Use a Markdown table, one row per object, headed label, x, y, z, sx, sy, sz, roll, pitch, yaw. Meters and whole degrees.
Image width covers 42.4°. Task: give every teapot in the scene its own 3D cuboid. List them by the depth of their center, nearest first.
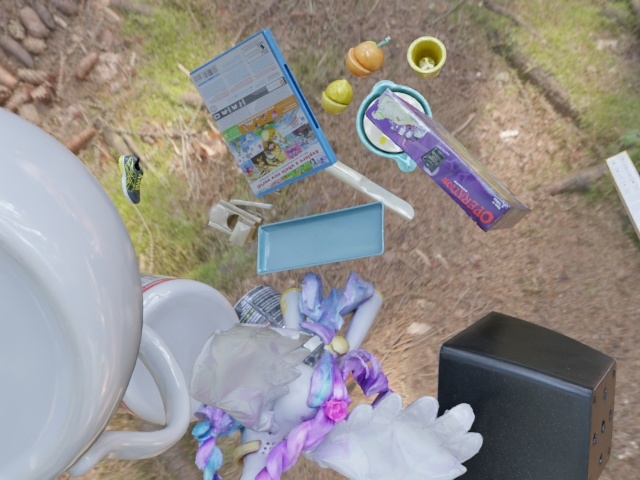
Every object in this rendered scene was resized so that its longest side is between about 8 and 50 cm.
| label | x | y | z | sx | sy | sz | roll | pitch | yaw |
| --- | --- | --- | --- | --- | --- | --- | --- | --- | --- |
| teapot | -0.210 | 0.021 | 0.483 | 0.253 | 0.187 | 0.256 | 2 | 115 | 0 |

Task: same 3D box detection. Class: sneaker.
| label | x | y | z | sx | sy | sz | roll | pitch | yaw |
| --- | --- | --- | --- | --- | --- | --- | --- | --- | --- |
| sneaker | -0.306 | -0.101 | 1.349 | 0.035 | 0.031 | 0.083 | -9 | 102 | 15 |

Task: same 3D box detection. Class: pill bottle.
| label | x | y | z | sx | sy | sz | roll | pitch | yaw |
| --- | --- | --- | --- | --- | --- | --- | --- | --- | --- |
| pill bottle | -0.301 | 0.151 | 1.287 | 0.210 | 0.363 | 0.210 | -3 | 94 | -39 |
| pill bottle | -0.046 | 0.198 | 1.469 | 0.246 | 0.130 | 0.130 | 38 | 80 | 22 |

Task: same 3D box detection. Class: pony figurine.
| label | x | y | z | sx | sy | sz | roll | pitch | yaw |
| --- | --- | --- | --- | --- | --- | --- | --- | --- | --- |
| pony figurine | -0.020 | 0.193 | 0.965 | 0.303 | 0.351 | 0.363 | 31 | 35 | -9 |

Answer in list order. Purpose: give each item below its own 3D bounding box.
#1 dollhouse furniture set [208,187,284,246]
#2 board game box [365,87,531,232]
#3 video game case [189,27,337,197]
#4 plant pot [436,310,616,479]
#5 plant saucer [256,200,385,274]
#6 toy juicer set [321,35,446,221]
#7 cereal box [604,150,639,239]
| label | x | y | z | sx | sy | sz | roll | pitch | yaw |
| --- | --- | --- | --- | --- | --- | --- | --- | --- | --- |
| dollhouse furniture set | -0.148 | -0.085 | 1.628 | 0.101 | 0.182 | 0.161 | 27 | 94 | 4 |
| board game box | 0.187 | -0.100 | 1.125 | 0.056 | 0.347 | 0.208 | -43 | 79 | 14 |
| video game case | -0.066 | -0.141 | 0.942 | 0.119 | 0.015 | 0.166 | -21 | 103 | 33 |
| plant pot | 0.249 | 0.203 | 0.971 | 0.167 | 0.188 | 0.187 | 6 | 102 | 29 |
| plant saucer | 0.000 | 0.000 | 1.024 | 0.192 | 0.018 | 0.067 | -11 | 70 | 35 |
| toy juicer set | 0.095 | -0.215 | 1.474 | 0.209 | 0.089 | 0.329 | 11 | 83 | 8 |
| cereal box | 0.595 | -0.024 | 1.494 | 0.047 | 0.173 | 0.240 | -25 | 55 | 18 |
